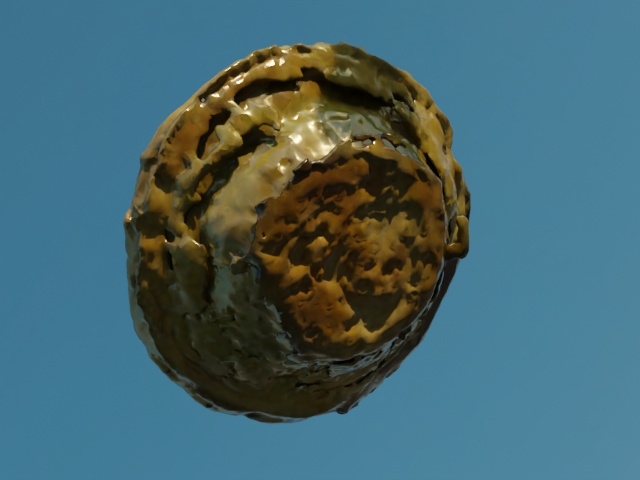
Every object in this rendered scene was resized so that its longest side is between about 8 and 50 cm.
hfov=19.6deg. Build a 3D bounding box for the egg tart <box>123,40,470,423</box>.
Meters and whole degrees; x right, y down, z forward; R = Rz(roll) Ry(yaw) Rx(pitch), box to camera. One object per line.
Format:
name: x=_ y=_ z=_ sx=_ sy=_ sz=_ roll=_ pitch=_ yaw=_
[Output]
egg tart: x=0.000 y=0.000 z=1.093 sx=0.241 sy=0.106 sz=0.241 roll=-8 pitch=-75 yaw=-30
